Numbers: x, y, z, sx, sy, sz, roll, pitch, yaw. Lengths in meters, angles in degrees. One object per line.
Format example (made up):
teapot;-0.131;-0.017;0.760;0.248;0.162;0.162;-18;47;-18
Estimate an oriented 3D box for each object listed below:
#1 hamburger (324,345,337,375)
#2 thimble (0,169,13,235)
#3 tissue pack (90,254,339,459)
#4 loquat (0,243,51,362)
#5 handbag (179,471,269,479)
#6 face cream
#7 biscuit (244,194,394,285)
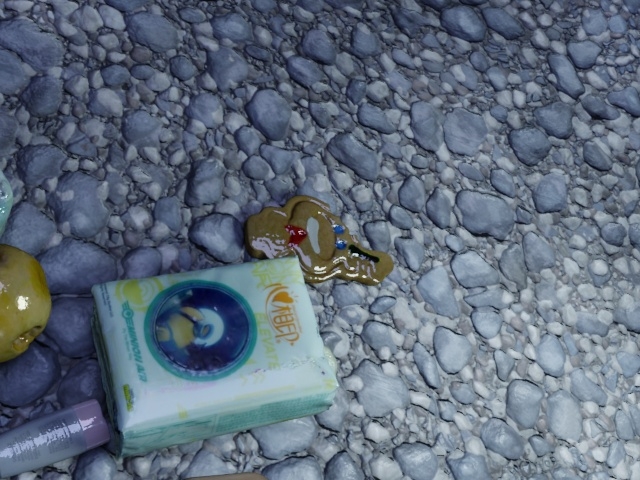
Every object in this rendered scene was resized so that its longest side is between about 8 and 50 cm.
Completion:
hamburger;-0.012;0.259;2.029;0.084;0.054;0.121;34;60;-9
thimble;-0.655;-0.055;1.860;0.211;0.149;0.185;-29;81;-32
tissue pack;-0.195;0.200;1.893;0.388;0.162;0.287;-9;63;-18
loquat;-0.561;0.099;1.794;0.213;0.213;0.213;9;62;-18
handbag;-0.204;0.539;1.756;0.283;0.149;0.302;7;65;-22
face cream;-0.461;0.337;1.801;0.198;0.057;0.084;-16;81;-30
biscuit;0.001;0.008;2.163;0.319;0.047;0.183;27;61;-10
